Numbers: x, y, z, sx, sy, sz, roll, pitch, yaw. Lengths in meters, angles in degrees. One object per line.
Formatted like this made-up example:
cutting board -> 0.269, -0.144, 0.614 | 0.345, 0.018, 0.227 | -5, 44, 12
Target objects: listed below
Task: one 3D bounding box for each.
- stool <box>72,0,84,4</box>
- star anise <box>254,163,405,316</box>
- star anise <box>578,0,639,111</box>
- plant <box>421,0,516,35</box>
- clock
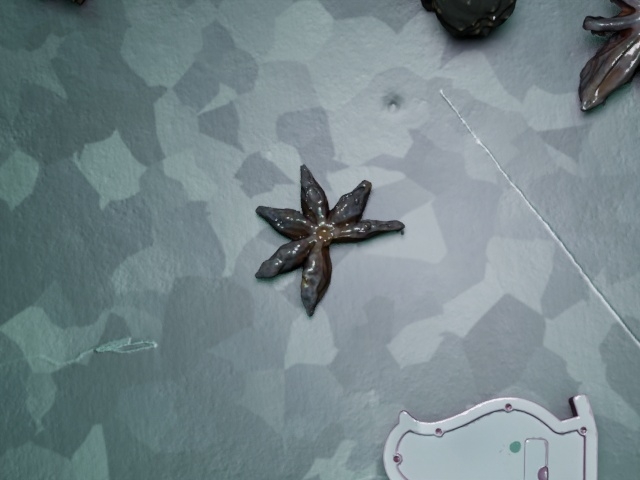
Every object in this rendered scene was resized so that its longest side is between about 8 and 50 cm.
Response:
stool -> -0.361, -0.434, 1.555 | 0.121, 0.125, 0.217 | 32, 67, -8
star anise -> -0.009, -0.014, 1.483 | 0.208, 0.063, 0.172 | -42, 79, -1
star anise -> 0.447, -0.276, 1.457 | 0.199, 0.110, 0.257 | 21, 92, -7
plant -> 0.192, -0.399, 1.472 | 0.142, 0.164, 0.256 | -17, 69, 3
clock -> 0.222, 0.348, 1.401 | 0.276, 0.080, 0.290 | -2, 81, 6
